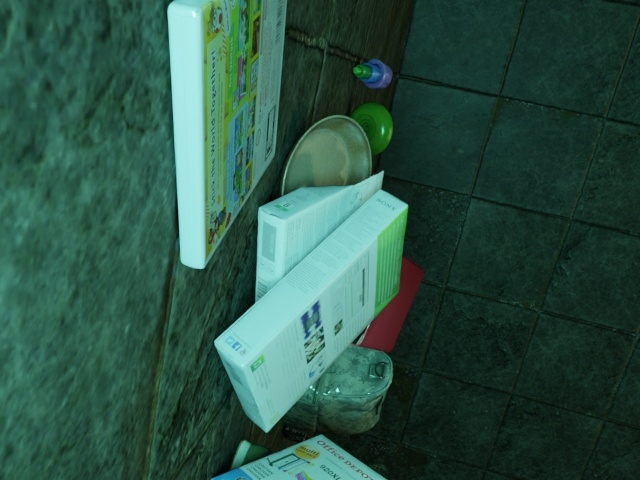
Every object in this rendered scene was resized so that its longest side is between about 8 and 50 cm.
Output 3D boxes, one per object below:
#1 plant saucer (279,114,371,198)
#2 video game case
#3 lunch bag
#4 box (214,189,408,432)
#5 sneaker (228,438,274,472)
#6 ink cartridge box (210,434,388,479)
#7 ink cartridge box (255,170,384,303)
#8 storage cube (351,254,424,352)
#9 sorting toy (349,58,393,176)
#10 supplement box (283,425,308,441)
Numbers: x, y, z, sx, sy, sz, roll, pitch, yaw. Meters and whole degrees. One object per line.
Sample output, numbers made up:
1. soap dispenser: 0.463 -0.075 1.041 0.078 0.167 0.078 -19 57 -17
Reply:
1. plant saucer: 0.003 -0.091 0.861 0.199 0.036 0.198 -25 126 -40
2. video game case: -0.075 -0.122 0.506 0.206 0.026 0.227 -68 170 -49
3. lunch bag: 0.041 0.360 1.429 0.305 0.256 0.212 95 12 -54
4. box: 0.003 0.103 0.820 0.322 0.058 0.232 -41 151 -25
5. sneaker: -0.124 0.439 0.968 0.064 0.086 0.192 96 11 -50
6. ink cartridge box: -0.035 0.444 0.890 0.233 0.171 0.168 -5 108 -43
7. ink cartridge box: 0.000 0.000 0.839 0.225 0.056 0.181 -32 138 -44
8. storage cube: 0.071 0.095 1.134 0.193 0.184 0.215 30 82 -62
9. sorting toy: 0.079 -0.237 1.330 0.126 0.127 0.365 -10 114 -50
10. supplement box: -0.045 0.488 1.753 0.130 0.073 0.239 89 15 -62
